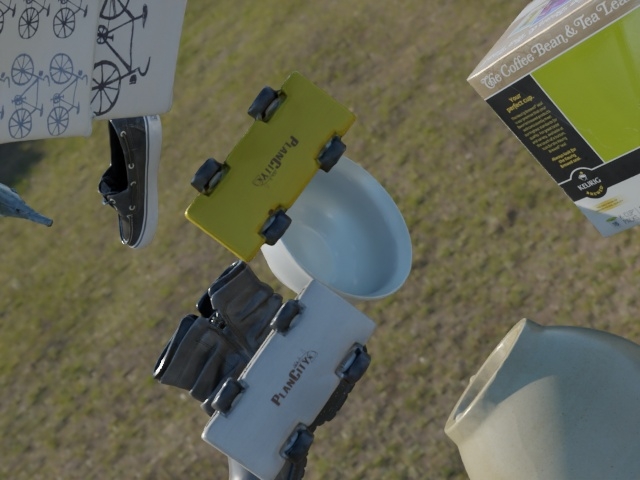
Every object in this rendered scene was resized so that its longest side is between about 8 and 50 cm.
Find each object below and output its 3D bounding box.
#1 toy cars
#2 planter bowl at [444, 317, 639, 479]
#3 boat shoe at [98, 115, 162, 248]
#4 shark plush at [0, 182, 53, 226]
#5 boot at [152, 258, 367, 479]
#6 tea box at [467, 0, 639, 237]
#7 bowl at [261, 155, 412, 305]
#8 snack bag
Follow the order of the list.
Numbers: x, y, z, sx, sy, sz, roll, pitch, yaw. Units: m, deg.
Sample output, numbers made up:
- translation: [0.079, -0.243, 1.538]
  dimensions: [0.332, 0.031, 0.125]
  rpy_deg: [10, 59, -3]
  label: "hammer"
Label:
- translation: [-0.043, 0.034, 1.120]
  dimensions: [0.176, 0.394, 0.087]
  rpy_deg: [-3, -9, -12]
  label: "toy cars"
- translation: [0.154, 0.120, 0.769]
  dimensions: [0.162, 0.109, 0.162]
  rpy_deg: [-53, -4, -6]
  label: "planter bowl"
- translation: [-0.262, -0.078, 1.530]
  dimensions: [0.076, 0.228, 0.080]
  rpy_deg: [-13, 48, -28]
  label: "boat shoe"
- translation: [-0.468, -0.047, 1.645]
  dimensions: [0.073, 0.161, 0.067]
  rpy_deg: [-56, 3, 10]
  label: "shark plush"
- translation: [-0.113, 0.210, 1.377]
  dimensions: [0.338, 0.222, 0.118]
  rpy_deg: [-62, 15, -14]
  label: "boot"
- translation: [0.446, -0.226, 1.562]
  dimensions: [0.329, 0.323, 0.220]
  rpy_deg: [-28, 19, 53]
  label: "tea box"
- translation: [0.000, 0.000, 1.908]
  dimensions: [0.134, 0.298, 0.298]
  rpy_deg: [-43, 11, 40]
  label: "bowl"
- translation: [-0.238, -0.264, 1.212]
  dimensions: [0.037, 0.323, 0.342]
  rpy_deg: [21, 19, 28]
  label: "snack bag"
